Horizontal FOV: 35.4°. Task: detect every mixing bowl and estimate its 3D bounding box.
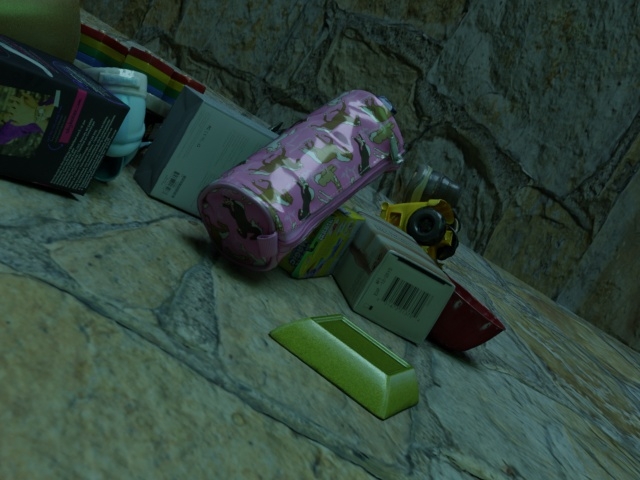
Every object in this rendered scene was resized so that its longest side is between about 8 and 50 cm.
[{"bbox_3d":[0.246,0.142,1.875,0.181,0.098,0.181,39,7,-6],"label":"mixing bowl"}]

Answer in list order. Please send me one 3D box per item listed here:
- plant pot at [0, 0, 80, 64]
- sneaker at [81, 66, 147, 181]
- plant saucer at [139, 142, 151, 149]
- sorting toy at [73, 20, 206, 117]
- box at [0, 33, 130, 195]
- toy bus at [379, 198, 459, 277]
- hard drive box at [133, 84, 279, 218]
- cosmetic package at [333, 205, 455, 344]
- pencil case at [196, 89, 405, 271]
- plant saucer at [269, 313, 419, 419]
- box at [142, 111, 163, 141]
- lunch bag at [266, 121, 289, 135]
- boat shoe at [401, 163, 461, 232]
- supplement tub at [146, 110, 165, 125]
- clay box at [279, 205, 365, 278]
[{"bbox_3d":[-0.545,-0.340,1.544,0.237,0.237,0.254,37,26,27],"label":"plant pot"},{"bbox_3d":[-0.351,-0.164,1.543,0.135,0.150,0.366,6,-4,-17],"label":"sneaker"},{"bbox_3d":[-0.362,-0.195,1.918,0.067,0.018,0.192,31,10,-5],"label":"plant saucer"},{"bbox_3d":[-0.336,-0.294,1.782,0.257,0.089,0.255,26,2,18],"label":"sorting toy"},{"bbox_3d":[-0.407,-0.176,1.272,0.165,0.143,0.270,36,11,33],"label":"box"},{"bbox_3d":[0.167,0.027,2.086,0.211,0.220,0.149,3,-15,20],"label":"toy bus"},{"bbox_3d":[-0.167,-0.125,1.692,0.232,0.181,0.089,26,10,-37],"label":"hard drive box"},{"bbox_3d":[0.120,0.056,1.843,0.153,0.129,0.296,27,10,-18],"label":"cosmetic package"},{"bbox_3d":[-0.021,-0.100,1.588,0.386,0.167,0.160,-39,105,-41],"label":"pencil case"},{"bbox_3d":[0.046,0.155,1.345,0.188,0.045,0.188,35,10,17],"label":"plant saucer"},{"bbox_3d":[-0.415,-0.245,1.821,0.220,0.051,0.175,26,9,6],"label":"box"},{"bbox_3d":[-0.068,-0.180,2.242,0.286,0.169,0.235,1,10,4],"label":"lunch bag"},{"bbox_3d":[0.243,-0.023,2.259,0.130,0.132,0.355,21,-30,12],"label":"boat shoe"},{"bbox_3d":[-0.411,-0.331,2.192,0.197,0.106,0.106,32,9,-1],"label":"supplement tub"},{"bbox_3d":[0.000,0.000,1.749,0.053,0.127,0.222,34,9,15],"label":"clay box"}]
